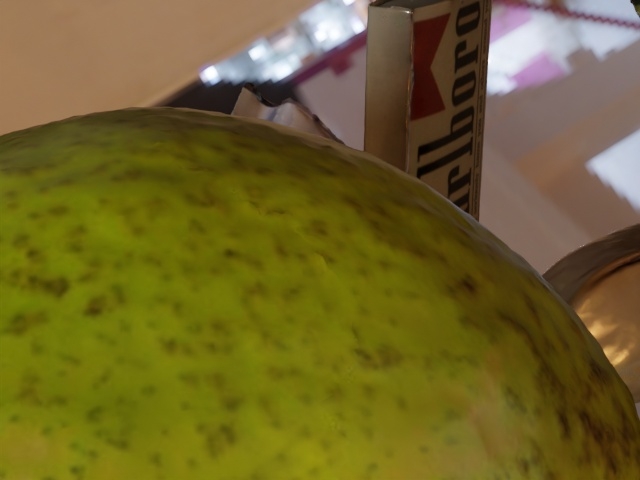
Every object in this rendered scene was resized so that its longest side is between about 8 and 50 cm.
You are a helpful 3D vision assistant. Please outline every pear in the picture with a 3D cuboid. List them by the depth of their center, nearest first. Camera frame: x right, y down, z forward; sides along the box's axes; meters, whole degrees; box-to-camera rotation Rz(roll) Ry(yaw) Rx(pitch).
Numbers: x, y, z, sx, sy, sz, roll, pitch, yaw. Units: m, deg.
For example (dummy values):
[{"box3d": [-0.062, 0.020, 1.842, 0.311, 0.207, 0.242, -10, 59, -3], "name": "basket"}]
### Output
[{"box3d": [-0.054, 0.128, 0.735, 0.391, 0.391, 0.391, 57, 172, 13], "name": "pear"}]

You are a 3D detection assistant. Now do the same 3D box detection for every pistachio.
[{"box3d": [0.218, 0.047, 1.365, 0.124, 0.185, 0.124, 36, 148, 27], "name": "pistachio"}]

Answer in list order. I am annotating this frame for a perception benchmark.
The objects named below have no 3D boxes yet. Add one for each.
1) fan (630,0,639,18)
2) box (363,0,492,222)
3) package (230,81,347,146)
[{"box3d": [0.175, -0.250, 0.923, 0.229, 0.011, 0.335, -109, 19, -49], "name": "fan"}, {"box3d": [0.061, -0.056, 1.115, 0.036, 0.115, 0.177, 11, 110, 26], "name": "box"}, {"box3d": [0.000, 0.000, 1.681, 0.251, 0.204, 0.062, 35, 137, -15], "name": "package"}]
